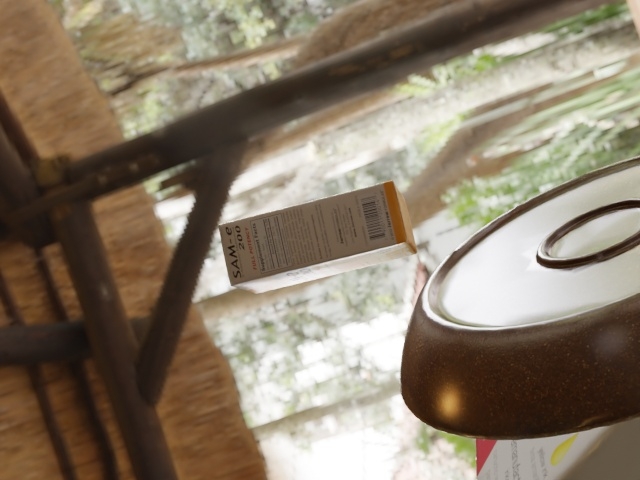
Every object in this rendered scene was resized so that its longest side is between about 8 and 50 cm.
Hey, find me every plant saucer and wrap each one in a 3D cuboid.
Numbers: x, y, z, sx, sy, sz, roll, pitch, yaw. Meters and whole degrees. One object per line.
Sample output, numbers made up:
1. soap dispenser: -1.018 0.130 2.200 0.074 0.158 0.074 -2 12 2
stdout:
1. plant saucer: 0.098 0.008 0.399 0.029 0.168 0.168 63 -168 -15

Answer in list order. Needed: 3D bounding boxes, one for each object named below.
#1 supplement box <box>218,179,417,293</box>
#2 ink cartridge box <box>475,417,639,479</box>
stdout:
1. supplement box: 0.000 0.000 0.648 0.062 0.098 0.036 32 -136 -78
2. ink cartridge box: 0.322 0.138 1.117 0.160 0.384 0.279 34 -157 -8
